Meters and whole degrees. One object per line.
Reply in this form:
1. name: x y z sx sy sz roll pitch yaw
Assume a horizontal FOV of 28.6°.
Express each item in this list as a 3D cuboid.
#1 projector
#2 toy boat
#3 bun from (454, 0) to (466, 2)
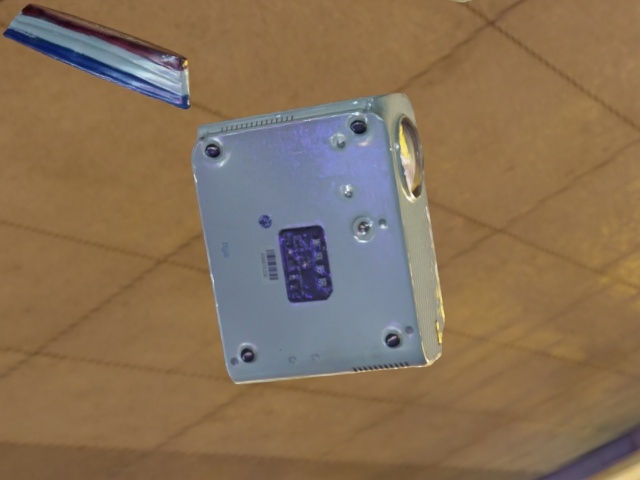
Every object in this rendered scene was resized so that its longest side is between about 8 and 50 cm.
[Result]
1. projector: 0.000 0.000 1.174 0.198 0.251 0.108 -7 -176 19
2. toy boat: -0.203 -0.175 1.172 0.080 0.228 0.046 -4 113 -54
3. bun: 0.106 -0.321 1.133 0.126 0.212 0.204 -38 163 11
